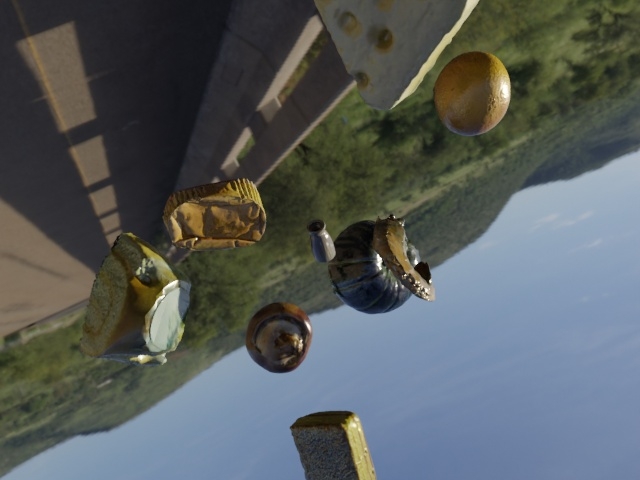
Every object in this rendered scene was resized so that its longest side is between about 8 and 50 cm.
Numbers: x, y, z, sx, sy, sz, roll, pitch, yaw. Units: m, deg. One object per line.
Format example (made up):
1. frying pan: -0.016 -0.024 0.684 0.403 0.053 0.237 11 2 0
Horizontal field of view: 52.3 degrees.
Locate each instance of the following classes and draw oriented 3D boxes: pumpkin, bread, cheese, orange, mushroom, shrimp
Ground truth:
1. pumpkin: 0.176 0.088 2.172 0.323 0.323 0.241 -26 -175 -33
2. bread: -0.523 0.178 1.951 0.264 0.395 0.239 1 162 39
3. cheese: 0.126 -0.516 1.444 0.384 0.384 0.104 -26 -165 47
4. orange: 0.428 -0.414 1.842 0.236 0.236 0.236 -26 180 0
5. mushroom: -0.146 0.344 2.310 0.253 0.253 0.153 -26 -176 -3
6. shrimp: 0.162 0.031 1.217 0.058 0.173 0.253 -40 -174 17
7. bread: 0.041 0.580 1.750 0.184 0.234 0.110 -11 -172 32
8. bread: -0.311 -0.081 1.896 0.288 0.204 0.156 -11 -144 -14

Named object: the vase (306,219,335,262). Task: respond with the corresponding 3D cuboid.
1. vase: 0.000 0.000 1.488 0.053 0.053 0.100 -26 136 -9
